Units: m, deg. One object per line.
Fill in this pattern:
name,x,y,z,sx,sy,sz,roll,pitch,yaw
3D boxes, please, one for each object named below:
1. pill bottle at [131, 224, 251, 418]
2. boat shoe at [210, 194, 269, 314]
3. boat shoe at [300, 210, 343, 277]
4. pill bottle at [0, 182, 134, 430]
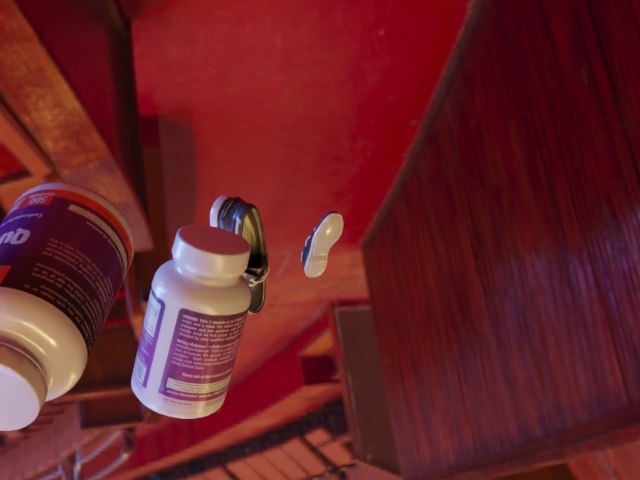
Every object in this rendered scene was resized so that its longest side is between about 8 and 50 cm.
pill bottle,-0.212,0.134,1.518,0.169,0.301,0.169,15,-160,-5
boat shoe,-0.160,0.046,1.925,0.091,0.114,0.302,14,134,33
boat shoe,0.000,0.000,1.397,0.046,0.038,0.125,-2,130,-25
pill bottle,-0.365,0.079,1.153,0.182,0.323,0.181,4,128,5
